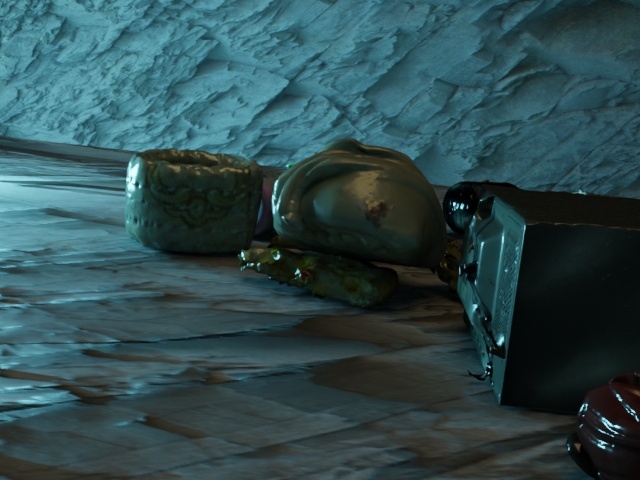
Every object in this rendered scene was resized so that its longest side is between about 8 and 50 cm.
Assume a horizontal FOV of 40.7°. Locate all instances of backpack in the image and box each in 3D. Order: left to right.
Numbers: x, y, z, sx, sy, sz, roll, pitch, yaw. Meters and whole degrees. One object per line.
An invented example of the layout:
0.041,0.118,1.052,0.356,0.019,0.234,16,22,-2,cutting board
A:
0.346,0.185,0.787,0.229,0.138,0.229,8,5,-1,backpack

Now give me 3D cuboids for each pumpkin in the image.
0.451,-0.086,2.371,0.233,0.163,0.233,6,7,-1,pumpkin

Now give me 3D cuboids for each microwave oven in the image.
0.378,0.068,1.219,0.375,0.236,0.432,5,9,2,microwave oven

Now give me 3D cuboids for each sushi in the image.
0.301,0.055,1.571,0.139,0.131,0.291,2,18,-35,sushi

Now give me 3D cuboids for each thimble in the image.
-0.261,-0.083,1.830,0.292,0.195,0.291,7,14,-2,thimble

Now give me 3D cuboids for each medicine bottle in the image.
-0.137,-0.094,2.082,0.152,0.152,0.254,10,12,21,medicine bottle

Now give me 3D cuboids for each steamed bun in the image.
0.074,-0.078,1.571,0.310,0.219,0.324,9,-9,26,steamed bun

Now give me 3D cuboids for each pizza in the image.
-0.001,0.054,1.549,0.297,0.071,0.189,10,11,24,pizza

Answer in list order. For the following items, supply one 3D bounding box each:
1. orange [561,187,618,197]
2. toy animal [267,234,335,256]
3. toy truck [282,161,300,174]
0.679,-0.034,1.946,0.274,0.310,0.274,-14,44,14,orange
0.000,0.000,1.860,0.219,0.103,0.101,13,35,17,toy animal
0.040,-0.107,1.959,0.279,0.155,0.156,9,54,40,toy truck
